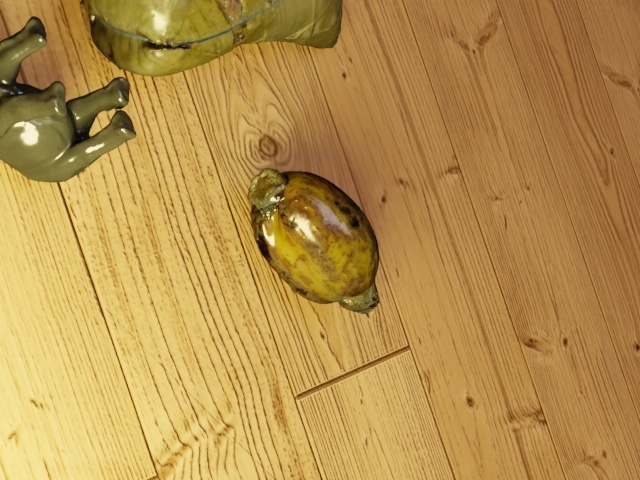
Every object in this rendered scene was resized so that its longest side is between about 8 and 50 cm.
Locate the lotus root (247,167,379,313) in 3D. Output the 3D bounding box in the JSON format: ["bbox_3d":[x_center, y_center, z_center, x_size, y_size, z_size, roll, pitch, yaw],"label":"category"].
[{"bbox_3d":[0.000,0.000,2.033,0.209,0.120,0.120,50,40,-23],"label":"lotus root"}]

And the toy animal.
[{"bbox_3d":[-0.285,-0.122,1.689,0.245,0.146,0.114,41,39,-37],"label":"toy animal"}]

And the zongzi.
[{"bbox_3d":[-0.098,-0.249,2.022,0.356,0.174,0.393,-55,151,-30],"label":"zongzi"}]
